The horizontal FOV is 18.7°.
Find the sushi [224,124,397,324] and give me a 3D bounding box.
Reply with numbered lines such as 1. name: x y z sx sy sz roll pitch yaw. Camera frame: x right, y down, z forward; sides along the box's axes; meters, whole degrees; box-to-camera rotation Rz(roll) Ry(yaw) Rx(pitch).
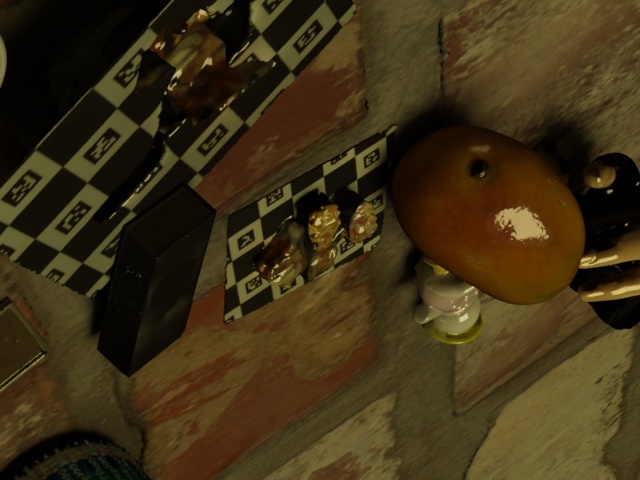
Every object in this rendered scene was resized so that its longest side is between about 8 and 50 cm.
1. sushi: 0.000 0.000 1.974 0.210 0.040 0.192 -28 148 -25

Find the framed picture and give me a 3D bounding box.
1. framed picture: -0.322 0.123 1.768 0.149 0.011 0.109 -39 151 -9

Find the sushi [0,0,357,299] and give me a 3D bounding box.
1. sushi: -0.140 -0.125 1.599 0.359 0.064 0.343 -48 165 0

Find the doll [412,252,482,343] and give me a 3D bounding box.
1. doll: 0.149 0.054 2.191 0.129 0.081 0.207 -46 156 -21

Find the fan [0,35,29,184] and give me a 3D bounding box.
1. fan: -0.282 -0.099 1.463 0.130 0.074 0.244 -41 152 -6

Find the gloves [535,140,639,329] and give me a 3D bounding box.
1. gloves: 0.318 -0.017 2.205 0.152 0.197 0.301 -46 159 3

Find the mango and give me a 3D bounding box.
1. mango: 0.186 -0.022 2.012 0.254 0.175 0.139 37 68 -37

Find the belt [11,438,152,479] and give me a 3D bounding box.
1. belt: -0.238 0.324 1.990 0.207 0.150 0.257 -36 149 -12

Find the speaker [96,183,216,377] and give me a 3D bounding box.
1. speaker: -0.151 0.040 1.784 0.082 0.044 0.218 -38 163 -32
